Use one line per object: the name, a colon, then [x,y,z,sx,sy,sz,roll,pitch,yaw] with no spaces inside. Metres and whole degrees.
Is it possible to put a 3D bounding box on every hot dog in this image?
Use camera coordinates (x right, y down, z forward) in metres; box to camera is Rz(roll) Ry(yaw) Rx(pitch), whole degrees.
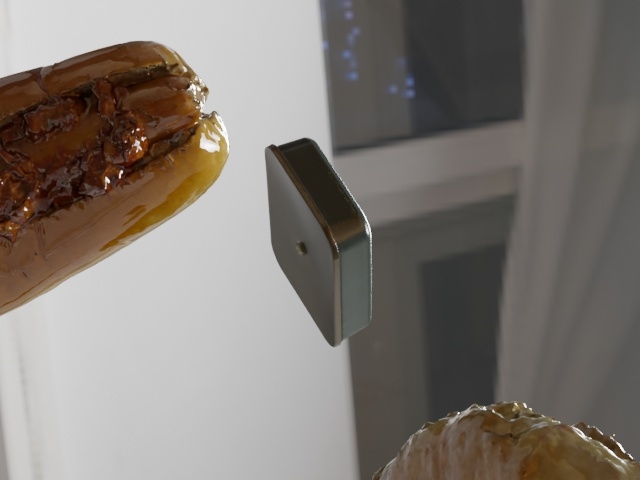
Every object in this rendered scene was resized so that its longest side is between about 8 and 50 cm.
hot dog: [-0.160,-0.013,0.817,0.249,0.102,0.076,-21,-168,15]

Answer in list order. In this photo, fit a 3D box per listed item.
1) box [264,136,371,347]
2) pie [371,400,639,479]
box: [0.000,0.000,1.088,0.031,0.126,0.091,-24,-123,-14]
pie: [0.094,0.249,0.967,0.083,0.339,0.339,15,179,-31]
